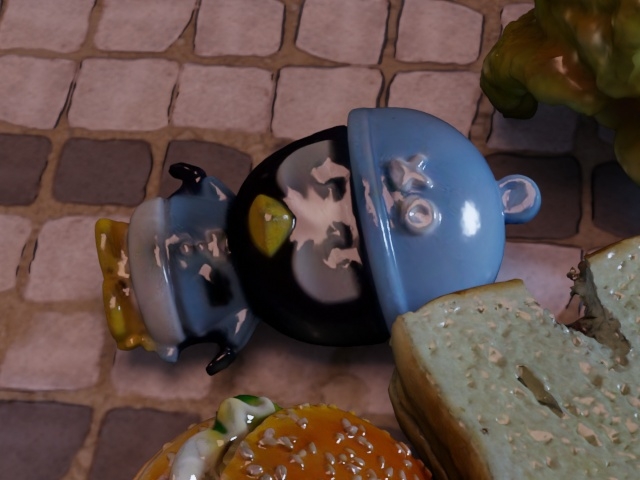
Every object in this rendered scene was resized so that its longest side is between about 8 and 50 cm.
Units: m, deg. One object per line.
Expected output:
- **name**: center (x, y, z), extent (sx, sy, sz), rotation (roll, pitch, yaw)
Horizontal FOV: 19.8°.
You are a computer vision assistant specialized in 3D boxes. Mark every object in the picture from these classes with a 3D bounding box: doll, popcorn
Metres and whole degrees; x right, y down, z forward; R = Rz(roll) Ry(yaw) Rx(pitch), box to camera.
- **doll**: center (0.000, 0.000, 1.289), extent (0.314, 0.141, 0.177), rotation (-12, 71, 4)
- **popcorn**: center (0.244, -0.170, 1.314), extent (0.325, 0.290, 0.321), rotation (-9, 50, 36)

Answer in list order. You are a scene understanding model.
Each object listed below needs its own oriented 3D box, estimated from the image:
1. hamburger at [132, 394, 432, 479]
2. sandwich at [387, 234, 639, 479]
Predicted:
- **hamburger**: center (-0.014, 0.205, 1.101), extent (0.236, 0.147, 0.237), rotation (12, 58, -19)
- **sandwich**: center (0.199, 0.115, 1.186), extent (0.273, 0.095, 0.249), rotation (-17, 52, -17)
